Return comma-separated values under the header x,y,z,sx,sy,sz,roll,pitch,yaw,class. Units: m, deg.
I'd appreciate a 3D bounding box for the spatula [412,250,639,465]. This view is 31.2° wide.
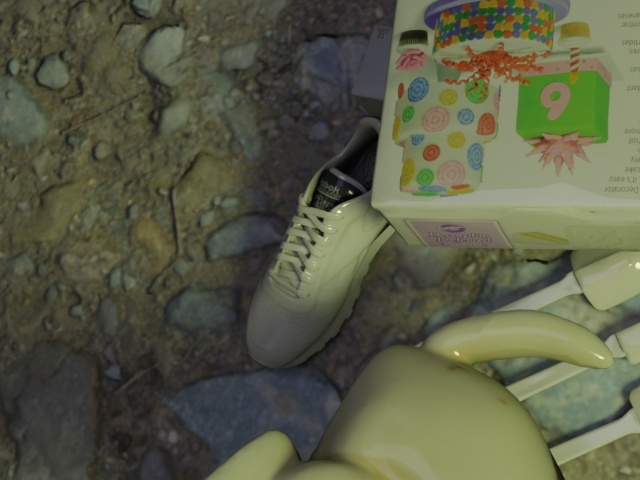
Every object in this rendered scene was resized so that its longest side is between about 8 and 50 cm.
x,y,z,sx,sy,sz,roll,pitch,yaw,class
0.192,0.100,0.907,0.242,0.019,0.168,-26,72,14,spatula

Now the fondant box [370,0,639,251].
x,y,z,sx,sy,sz,roll,pitch,yaw,class
0.181,-0.161,0.860,0.238,0.096,0.330,1,70,21,fondant box

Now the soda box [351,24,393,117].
x,y,z,sx,sy,sz,roll,pitch,yaw,class
0.141,-0.120,0.958,0.216,0.074,0.069,14,79,25,soda box

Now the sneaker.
x,y,z,sx,sy,sz,roll,pitch,yaw,class
0.000,0.000,0.971,0.090,0.095,0.235,31,90,25,sneaker

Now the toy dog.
x,y,z,sx,sy,sz,roll,pitch,yaw,class
0.133,0.287,0.761,0.395,0.284,0.408,-43,63,-14,toy dog
